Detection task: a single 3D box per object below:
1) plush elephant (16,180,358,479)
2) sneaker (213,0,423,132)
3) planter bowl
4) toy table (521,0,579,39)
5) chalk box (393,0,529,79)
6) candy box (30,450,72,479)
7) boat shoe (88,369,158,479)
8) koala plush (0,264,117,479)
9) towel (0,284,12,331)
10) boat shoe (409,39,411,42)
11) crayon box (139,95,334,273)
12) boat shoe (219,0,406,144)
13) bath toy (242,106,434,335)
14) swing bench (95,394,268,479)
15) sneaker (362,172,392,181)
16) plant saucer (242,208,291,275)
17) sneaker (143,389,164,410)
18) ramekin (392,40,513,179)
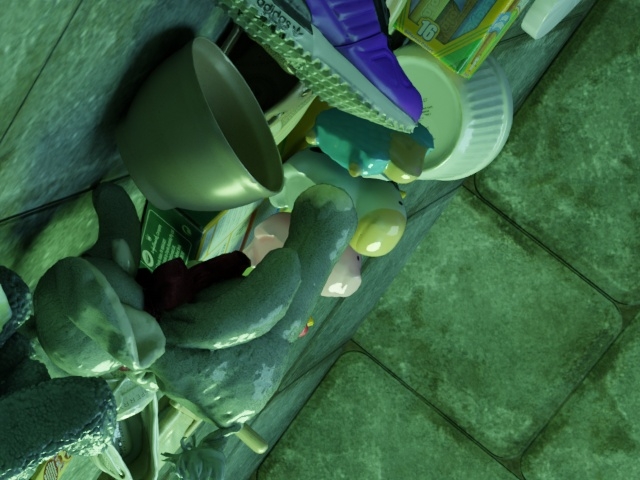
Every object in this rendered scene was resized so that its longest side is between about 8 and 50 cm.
[{"bbox_3d":[-0.166,0.065,1.564,0.272,0.255,0.330,-25,-141,50],"label":"plush elephant"},{"bbox_3d":[0.024,-0.214,1.469,0.293,0.102,0.146,37,81,-43],"label":"sneaker"},{"bbox_3d":[-0.120,-0.092,1.490,0.109,0.162,0.162,-27,177,15],"label":"planter bowl"},{"bbox_3d":[0.322,-0.424,2.205,0.274,0.161,0.252,-47,170,-20],"label":"toy table"},{"bbox_3d":[0.198,-0.331,2.062,0.213,0.132,0.132,-53,170,10],"label":"chalk box"},{"bbox_3d":[-0.311,0.207,1.640,0.053,0.109,0.186,84,27,-49],"label":"candy box"},{"bbox_3d":[-0.219,0.157,1.754,0.098,0.096,0.277,-30,130,-24],"label":"boat shoe"},{"bbox_3d":[-0.312,0.172,1.480,0.203,0.196,0.221,-36,166,-18],"label":"koala plush"},{"bbox_3d":[-0.385,0.122,1.201,0.374,0.090,0.320,-48,169,-19],"label":"towel"},{"bbox_3d":[0.177,-0.270,2.315,0.109,0.089,0.258,-47,169,-23],"label":"boat shoe"},{"bbox_3d":[-0.078,-0.081,1.873,0.323,0.083,0.203,-44,168,-31],"label":"crayon box"},{"bbox_3d":[-0.020,-0.203,1.577,0.341,0.122,0.110,-54,171,24],"label":"boat shoe"},{"bbox_3d":[0.000,0.000,1.833,0.129,0.151,0.348,-31,161,-48],"label":"bath toy"},{"bbox_3d":[-0.250,0.248,1.950,0.253,0.255,0.165,-49,-148,-6],"label":"swing bench"},{"bbox_3d":[0.042,-0.067,1.943,0.091,0.094,0.258,-55,172,-7],"label":"sneaker"},{"bbox_3d":[-0.072,-0.023,2.246,0.241,0.037,0.241,-49,169,-12],"label":"plant saucer"},{"bbox_3d":[-0.252,0.259,2.387,0.152,0.061,0.053,-41,164,-52],"label":"sneaker"},{"bbox_3d":[0.150,-0.180,2.216,0.109,0.207,0.207,-19,147,-56],"label":"ramekin"}]
